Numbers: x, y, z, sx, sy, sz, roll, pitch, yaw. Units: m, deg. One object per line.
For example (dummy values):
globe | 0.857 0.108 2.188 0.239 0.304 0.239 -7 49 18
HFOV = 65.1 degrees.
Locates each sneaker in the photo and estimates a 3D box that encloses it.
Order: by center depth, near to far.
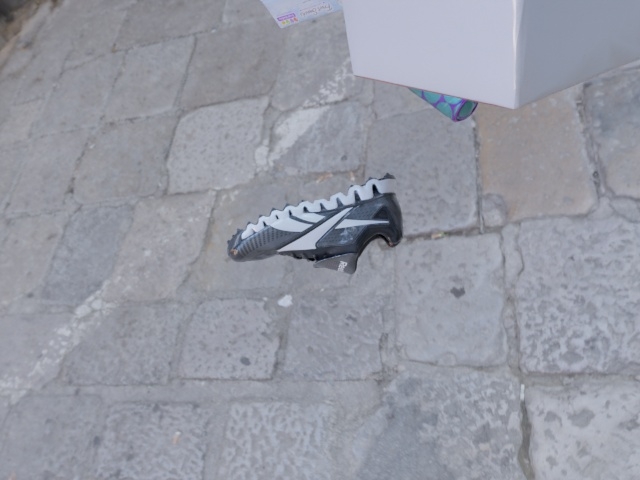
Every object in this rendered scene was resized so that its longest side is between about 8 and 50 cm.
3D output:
sneaker | 0.000 0.000 0.631 0.235 0.078 0.106 -19 80 -2

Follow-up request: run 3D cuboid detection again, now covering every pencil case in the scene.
pencil case | 0.219 -0.281 0.920 0.070 0.065 0.151 -49 61 14

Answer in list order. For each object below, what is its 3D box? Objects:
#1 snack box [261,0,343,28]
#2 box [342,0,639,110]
snack box | 0.019 -0.452 0.799 0.175 0.070 0.207 5 62 40
box | 0.214 -0.259 0.437 0.346 0.168 0.215 -23 32 -20
